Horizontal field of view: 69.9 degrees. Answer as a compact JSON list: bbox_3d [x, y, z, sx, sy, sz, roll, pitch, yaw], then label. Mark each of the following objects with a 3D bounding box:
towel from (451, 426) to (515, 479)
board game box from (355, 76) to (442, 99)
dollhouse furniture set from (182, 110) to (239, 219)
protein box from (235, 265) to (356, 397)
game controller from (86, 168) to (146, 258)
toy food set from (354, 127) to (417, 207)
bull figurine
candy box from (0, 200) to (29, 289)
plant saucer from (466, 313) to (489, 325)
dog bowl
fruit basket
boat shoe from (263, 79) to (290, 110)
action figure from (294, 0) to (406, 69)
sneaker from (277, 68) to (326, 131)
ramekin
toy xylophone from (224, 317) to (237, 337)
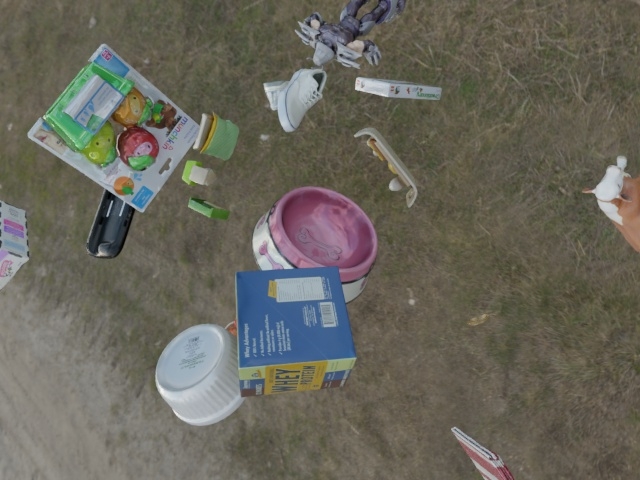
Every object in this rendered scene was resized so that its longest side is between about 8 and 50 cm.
[{"bbox_3d":[0.574,0.768,1.476,0.037,0.237,0.328,-36,97,-13],"label":"towel"},{"bbox_3d":[0.319,-0.616,1.860,0.193,0.306,0.053,33,124,45],"label":"board game box"},{"bbox_3d":[-0.156,-0.113,0.697,0.059,0.076,0.151,22,97,32],"label":"dollhouse furniture set"},{"bbox_3d":[-0.057,0.170,0.874,0.201,0.135,0.199,-3,52,-10],"label":"protein box"},{"bbox_3d":[-0.648,-0.096,1.457,0.167,0.067,0.318,4,74,26],"label":"game controller"},{"bbox_3d":[0.229,-0.263,1.609,0.092,0.219,0.306,-38,97,18],"label":"toy food set"},{"bbox_3d":[0.773,-0.096,1.133,0.188,0.310,0.101,-53,24,-18],"label":"bull figurine"},{"bbox_3d":[-0.809,0.025,1.137,0.165,0.070,0.196,-44,50,10],"label":"candy box"},{"bbox_3d":[0.553,0.280,1.603,0.084,0.083,0.015,-25,85,28],"label":"plant saucer"},{"bbox_3d":[0.000,0.000,1.439,0.407,0.408,0.150,64,142,28],"label":"dog bowl"},{"bbox_3d":[-0.549,-0.305,1.284,0.166,0.353,0.326,12,66,56],"label":"fruit basket"},{"bbox_3d":[-0.119,-0.542,1.732,0.118,0.320,0.102,-2,103,16],"label":"boat shoe"},{"bbox_3d":[0.070,-0.455,0.971,0.185,0.099,0.285,37,74,5],"label":"action figure"},{"bbox_3d":[-0.046,-0.397,1.249,0.091,0.094,0.258,-7,49,26],"label":"sneaker"},{"bbox_3d":[-0.255,0.279,0.992,0.207,0.109,0.207,-16,41,15],"label":"ramekin"},{"bbox_3d":[-0.287,0.401,1.438,0.081,0.236,0.322,0,38,21],"label":"toy xylophone"}]
